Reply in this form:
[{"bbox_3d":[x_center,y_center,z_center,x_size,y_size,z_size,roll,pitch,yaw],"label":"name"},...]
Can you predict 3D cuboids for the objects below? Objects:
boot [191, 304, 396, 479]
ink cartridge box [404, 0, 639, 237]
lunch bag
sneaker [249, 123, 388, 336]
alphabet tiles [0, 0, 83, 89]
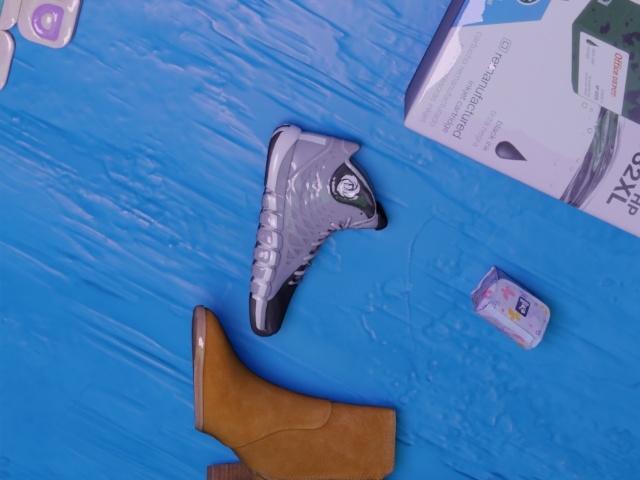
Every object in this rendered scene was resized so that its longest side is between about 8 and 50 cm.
[{"bbox_3d":[-0.026,0.183,1.394,0.211,0.104,0.295,-5,123,-1],"label":"boot"},{"bbox_3d":[0.263,-0.153,1.248,0.307,0.129,0.223,25,109,-5],"label":"ink cartridge box"},{"bbox_3d":[0.197,0.071,1.353,0.071,0.083,0.053,36,108,-7],"label":"lunch bag"},{"bbox_3d":[0.000,0.000,1.345,0.132,0.086,0.228,8,108,-1],"label":"sneaker"},{"bbox_3d":[-0.370,-0.298,1.306,0.284,0.021,0.278,18,109,-2],"label":"alphabet tiles"}]
